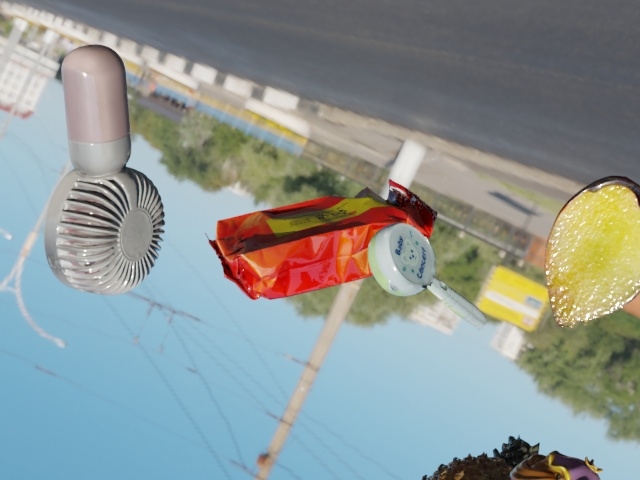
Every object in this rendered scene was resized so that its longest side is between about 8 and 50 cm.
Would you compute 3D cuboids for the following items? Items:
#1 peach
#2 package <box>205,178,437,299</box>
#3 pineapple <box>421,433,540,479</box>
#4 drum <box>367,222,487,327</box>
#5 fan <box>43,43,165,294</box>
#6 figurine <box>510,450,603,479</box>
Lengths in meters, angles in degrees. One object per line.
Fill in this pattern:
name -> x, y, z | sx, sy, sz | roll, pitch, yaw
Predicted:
peach -> 0.486, 0.026, 1.568 | 0.189, 0.279, 0.068 | 33, -168, 24
package -> -0.001, 0.000, 1.739 | 0.423, 0.123, 0.196 | -15, -151, -16
pineapple -> 0.304, 0.471, 1.686 | 0.202, 0.202, 0.362 | 28, -154, 24
drum -> 0.172, 0.079, 1.446 | 0.049, 0.130, 0.253 | -27, 111, 42
fan -> -0.211, -0.065, 0.873 | 0.074, 0.244, 0.130 | 10, -158, 24
figurine -> 0.308, 0.416, 1.302 | 0.142, 0.263, 0.189 | 40, 176, -2
